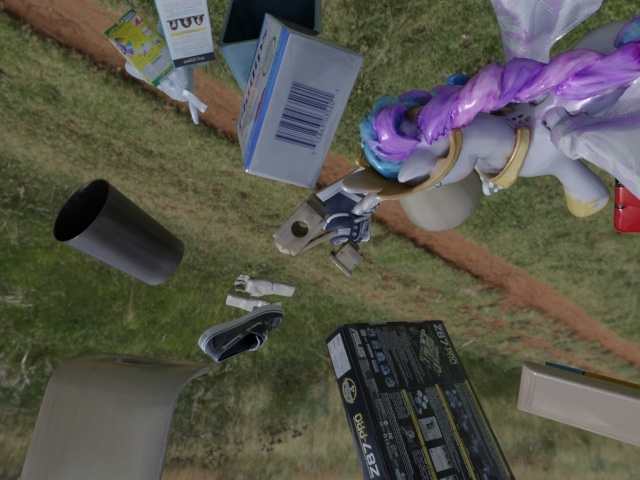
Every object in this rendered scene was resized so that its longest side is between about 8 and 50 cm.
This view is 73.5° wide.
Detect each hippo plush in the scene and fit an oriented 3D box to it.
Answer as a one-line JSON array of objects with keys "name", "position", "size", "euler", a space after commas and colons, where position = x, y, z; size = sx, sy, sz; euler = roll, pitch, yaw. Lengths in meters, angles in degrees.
[{"name": "hippo plush", "position": [-0.409, -0.561, 1.272], "size": [0.294, 0.236, 0.234], "euler": [34, 160, -19]}]

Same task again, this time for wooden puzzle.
[{"name": "wooden puzzle", "position": [0.437, 0.258, 0.679], "size": [0.221, 0.044, 0.238], "euler": [10, 150, 28]}]

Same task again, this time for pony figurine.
[{"name": "pony figurine", "position": [0.229, -0.128, 0.352], "size": [0.363, 0.302, 0.351], "euler": [-5, 153, -33]}]

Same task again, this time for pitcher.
[{"name": "pitcher", "position": [0.644, -0.239, 1.588], "size": [0.125, 0.177, 0.207], "euler": [6, 175, 37]}]

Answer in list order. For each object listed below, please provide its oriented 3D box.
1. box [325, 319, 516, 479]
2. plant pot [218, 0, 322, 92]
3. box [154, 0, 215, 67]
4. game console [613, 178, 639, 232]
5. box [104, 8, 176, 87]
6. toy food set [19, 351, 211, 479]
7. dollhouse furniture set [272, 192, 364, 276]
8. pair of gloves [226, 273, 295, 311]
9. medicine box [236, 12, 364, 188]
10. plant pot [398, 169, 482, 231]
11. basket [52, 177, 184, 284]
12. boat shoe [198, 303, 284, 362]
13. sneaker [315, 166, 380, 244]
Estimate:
[{"name": "box", "position": [0.209, 0.368, 0.927], "size": [0.318, 0.395, 0.097], "euler": [2, 143, -31]}, {"name": "plant pot", "position": [-0.106, -0.500, 1.171], "size": [0.247, 0.248, 0.252], "euler": [-4, 144, 7]}, {"name": "box", "position": [-0.290, -0.477, 0.905], "size": [0.100, 0.060, 0.244], "euler": [-17, 166, -13]}, {"name": "game console", "position": [0.458, -0.082, 0.545], "size": [0.144, 0.085, 0.124], "euler": [0, 126, 32]}, {"name": "box", "position": [-0.457, -0.497, 1.105], "size": [0.179, 0.105, 0.043], "euler": [47, 176, -3]}, {"name": "toy food set", "position": [-0.254, 0.297, 0.522], "size": [0.220, 0.306, 0.092], "euler": [-2, 161, 26]}, {"name": "dollhouse furniture set", "position": [0.000, 0.000, 0.885], "size": [0.161, 0.182, 0.101], "euler": [44, 101, -5]}, {"name": "pair of gloves", "position": [-0.214, 0.198, 1.502], "size": [0.204, 0.042, 0.240], "euler": [17, 141, -18]}, {"name": "medicine box", "position": [-0.064, -0.294, 0.883], "size": [0.149, 0.289, 0.263], "euler": [11, 118, -22]}, {"name": "plant pot", "position": [0.315, -0.196, 1.282], "size": [0.256, 0.256, 0.274], "euler": [-16, 150, 30]}, {"name": "basket", "position": [-0.428, -0.006, 0.946], "size": [0.204, 0.154, 0.227], "euler": [19, 162, 45]}, {"name": "boat shoe", "position": [-0.205, 0.277, 1.268], "size": [0.301, 0.102, 0.108], "euler": [-10, 129, -50]}, {"name": "sneaker", "position": [0.114, -0.091, 0.991], "size": [0.282, 0.153, 0.099], "euler": [-29, 166, 26]}]
